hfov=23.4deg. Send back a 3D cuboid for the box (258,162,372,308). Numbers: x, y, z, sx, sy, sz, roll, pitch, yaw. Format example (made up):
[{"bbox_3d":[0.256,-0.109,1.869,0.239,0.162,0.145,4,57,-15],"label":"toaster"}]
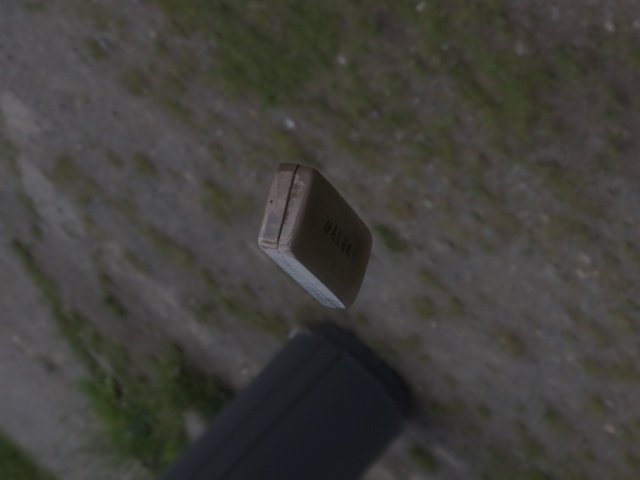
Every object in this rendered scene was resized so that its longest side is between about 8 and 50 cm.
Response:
[{"bbox_3d":[0.000,0.000,0.791,0.025,0.048,0.115,7,164,20],"label":"box"}]
